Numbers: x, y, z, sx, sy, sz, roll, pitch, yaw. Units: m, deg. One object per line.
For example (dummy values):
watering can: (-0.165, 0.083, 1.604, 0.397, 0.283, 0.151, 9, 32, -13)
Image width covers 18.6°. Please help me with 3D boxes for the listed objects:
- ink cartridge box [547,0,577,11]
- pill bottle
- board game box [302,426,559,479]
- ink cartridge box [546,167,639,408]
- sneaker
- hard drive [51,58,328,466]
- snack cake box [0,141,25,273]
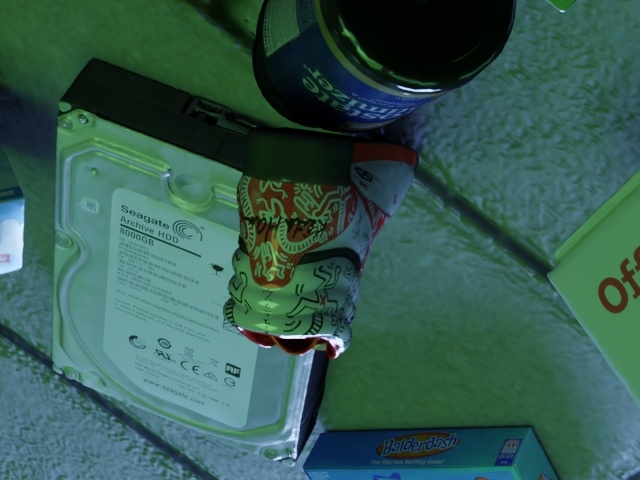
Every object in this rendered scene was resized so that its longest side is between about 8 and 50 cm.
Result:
ink cartridge box: (0.094, -0.241, 1.145, 0.209, 0.109, 0.062, 36, 139, -7)
pill bottle: (0.029, -0.135, 1.241, 0.123, 0.123, 0.219, 37, 164, -9)
board game box: (0.111, 0.231, 1.672, 0.210, 0.047, 0.160, -4, 129, 34)
ink cartridge box: (0.357, 0.080, 1.169, 0.384, 0.160, 0.279, 56, 140, 12)
sneaker: (-0.001, 0.000, 1.317, 0.090, 0.270, 0.145, 9, 94, 12)
hard drive: (-0.101, 0.029, 1.576, 0.237, 0.064, 0.339, 21, 139, 9)
snack cake box: (-0.375, -0.031, 1.498, 0.089, 0.264, 0.152, 102, 148, -48)
